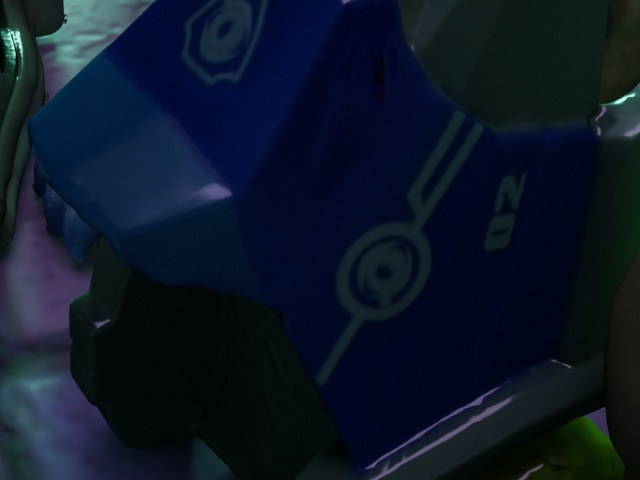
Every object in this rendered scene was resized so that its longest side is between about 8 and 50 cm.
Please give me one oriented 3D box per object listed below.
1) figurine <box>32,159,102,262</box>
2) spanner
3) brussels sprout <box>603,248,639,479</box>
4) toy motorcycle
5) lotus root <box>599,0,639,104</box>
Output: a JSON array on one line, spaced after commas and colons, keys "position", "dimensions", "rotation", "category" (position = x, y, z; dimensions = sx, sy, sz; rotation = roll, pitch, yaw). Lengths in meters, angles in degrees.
[{"position": [-0.098, -0.034, 0.756], "dimensions": [0.114, 0.079, 0.114], "rotation": [-22, 43, 22], "category": "figurine"}, {"position": [-0.190, -0.113, 0.843], "dimensions": [0.095, 0.040, 0.325], "rotation": [3, 44, -4], "category": "spanner"}, {"position": [0.235, 0.120, 0.417], "dimensions": [0.275, 0.315, 0.371], "rotation": [-9, 26, -27], "category": "brussels sprout"}, {"position": [0.000, 0.000, 0.536], "dimensions": [0.199, 0.326, 0.191], "rotation": [-22, 49, -25], "category": "toy motorcycle"}, {"position": [0.118, -0.193, 0.871], "dimensions": [0.182, 0.183, 0.310], "rotation": [8, 42, 1], "category": "lotus root"}]
